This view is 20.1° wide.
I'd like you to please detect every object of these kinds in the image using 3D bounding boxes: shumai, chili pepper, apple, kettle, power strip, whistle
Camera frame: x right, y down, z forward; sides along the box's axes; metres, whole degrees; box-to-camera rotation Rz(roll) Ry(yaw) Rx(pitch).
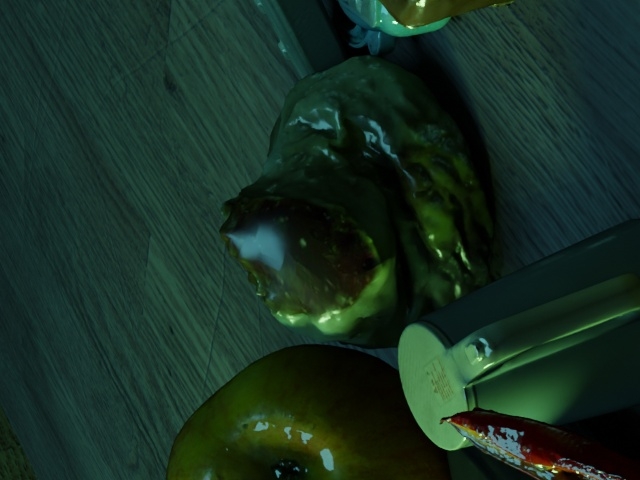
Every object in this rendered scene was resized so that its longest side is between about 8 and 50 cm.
[{"bbox_3d":[0.000,0.000,1.827,0.309,0.263,0.304,56,136,5],"label":"shumai"},{"bbox_3d":[0.203,0.178,1.383,0.268,0.050,0.059,23,139,40],"label":"chili pepper"},{"bbox_3d":[-0.010,0.253,1.805,0.301,0.301,0.301,46,145,45],"label":"apple"},{"bbox_3d":[0.204,0.084,1.529,0.160,0.243,0.210,68,155,8],"label":"kettle"},{"bbox_3d":[-0.043,-0.266,1.935,0.193,0.059,0.265,60,180,44],"label":"power strip"},{"bbox_3d":[0.046,-0.269,1.823,0.274,0.093,0.186,-135,38,-52],"label":"whistle"}]

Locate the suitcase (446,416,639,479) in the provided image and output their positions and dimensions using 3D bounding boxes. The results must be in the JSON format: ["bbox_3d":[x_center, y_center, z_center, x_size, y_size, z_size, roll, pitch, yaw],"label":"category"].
[{"bbox_3d":[0.235,0.320,1.631,0.345,0.188,0.339,-129,26,-71],"label":"suitcase"}]

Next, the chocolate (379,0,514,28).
[{"bbox_3d":[0.094,-0.301,1.624,0.214,0.148,0.093,61,149,19],"label":"chocolate"}]
